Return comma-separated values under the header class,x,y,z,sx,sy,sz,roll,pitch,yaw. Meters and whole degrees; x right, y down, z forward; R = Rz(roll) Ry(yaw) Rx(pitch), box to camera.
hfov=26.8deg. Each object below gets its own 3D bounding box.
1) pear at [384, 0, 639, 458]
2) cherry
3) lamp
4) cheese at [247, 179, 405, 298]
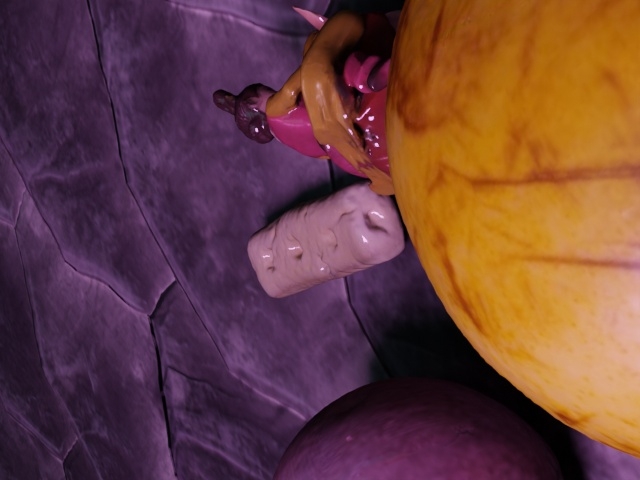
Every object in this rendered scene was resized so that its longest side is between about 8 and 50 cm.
class,x,y,z,sx,sy,sz,roll,pitch,yaw
pear,0.163,-0.045,0.491,0.281,0.281,0.280,37,138,43
cherry,0.055,0.201,0.877,0.239,0.206,0.239,35,145,29
lamp,0.033,-0.090,0.828,0.253,0.118,0.118,24,129,55
cheese,0.000,0.000,1.003,0.194,0.043,0.064,-25,82,62
